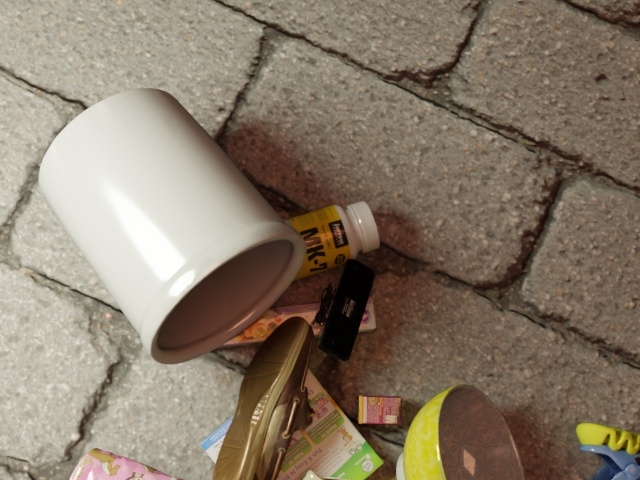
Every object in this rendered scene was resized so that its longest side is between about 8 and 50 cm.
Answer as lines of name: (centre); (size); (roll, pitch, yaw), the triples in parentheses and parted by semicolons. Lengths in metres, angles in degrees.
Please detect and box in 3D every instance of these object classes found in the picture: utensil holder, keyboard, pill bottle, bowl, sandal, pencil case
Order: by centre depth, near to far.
pencil case: (-0.267, 0.496, 1.603); (0.386, 0.160, 0.167); (23, 77, 3)
utensil holder: (-0.265, -0.032, 1.628); (0.327, 0.327, 0.385); (-36, 69, -11)
bowl: (0.233, 0.421, 1.674); (0.156, 0.289, 0.289); (-25, 79, 33)
keyboard: (0.035, 0.123, 1.726); (0.100, 0.038, 0.192); (33, 62, -29)
sandal: (0.634, 0.443, 1.748); (0.317, 0.126, 0.138); (12, 81, 6)
pill bottle: (0.000, 0.000, 1.776); (0.208, 0.119, 0.119); (-18, 81, -8)

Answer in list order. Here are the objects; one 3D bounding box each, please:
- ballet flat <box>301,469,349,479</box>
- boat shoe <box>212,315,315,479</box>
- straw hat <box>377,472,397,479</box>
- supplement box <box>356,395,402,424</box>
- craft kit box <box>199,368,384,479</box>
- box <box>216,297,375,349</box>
ballet flat: (0.073, 0.482, 1.657); (0.248, 0.086, 0.086); (23, 77, -1)
boat shoe: (-0.076, 0.309, 1.669); (0.123, 0.123, 0.342); (30, 69, -29)
straw hat: (0.147, 0.506, 1.715); (0.144, 0.061, 0.144); (1, 78, -4)
supplement box: (0.111, 0.324, 1.757); (0.083, 0.043, 0.055); (3, 78, -4)
craft kit box: (-0.053, 0.398, 1.724); (0.250, 0.061, 0.246); (-37, 81, -11)
box: (-0.059, 0.161, 1.765); (0.324, 0.067, 0.063); (-6, 78, -7)
